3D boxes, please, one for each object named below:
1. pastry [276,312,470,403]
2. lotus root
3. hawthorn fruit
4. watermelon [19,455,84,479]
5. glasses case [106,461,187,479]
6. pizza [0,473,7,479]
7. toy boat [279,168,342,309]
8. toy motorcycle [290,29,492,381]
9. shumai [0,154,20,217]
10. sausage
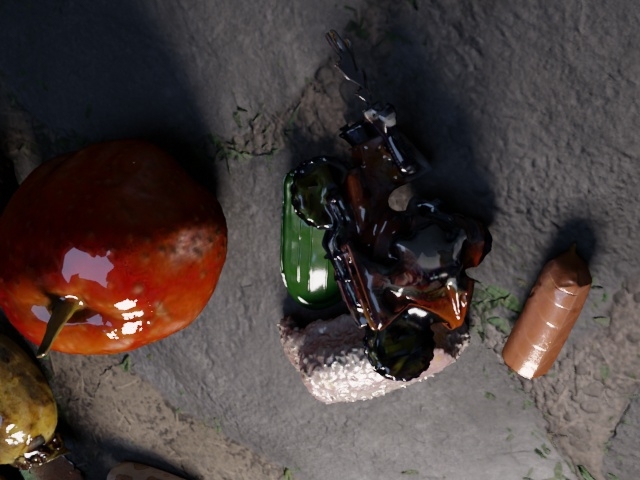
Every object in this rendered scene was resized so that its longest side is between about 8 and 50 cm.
[{"bbox_3d":[0.056,0.146,1.316,0.265,0.112,0.103,-9,127,28],"label":"pastry"},{"bbox_3d":[-0.510,0.233,1.569,0.169,0.141,0.314,-28,99,34],"label":"lotus root"},{"bbox_3d":[-0.276,0.032,1.275,0.287,0.330,0.287,9,127,12],"label":"hawthorn fruit"},{"bbox_3d":[-0.457,0.378,1.674,0.155,0.080,0.101,46,157,-5],"label":"watermelon"},{"bbox_3d":[-0.253,0.386,1.580,0.164,0.063,0.041,15,121,16],"label":"glasses case"},{"bbox_3d":[-0.533,0.424,1.668,0.226,0.086,0.336,8,133,27],"label":"pizza"},{"bbox_3d":[0.000,0.000,1.305,0.104,0.052,0.210,2,117,-1],"label":"toy boat"},{"bbox_3d":[0.076,-0.046,1.194,0.207,0.134,0.401,-28,95,-13],"label":"toy motorcycle"},{"bbox_3d":[-0.574,-0.033,1.396,0.323,0.324,0.397,22,126,-4],"label":"shumai"},{"bbox_3d":[0.277,0.084,1.227,0.065,0.065,0.169,25,121,10],"label":"sausage"}]
